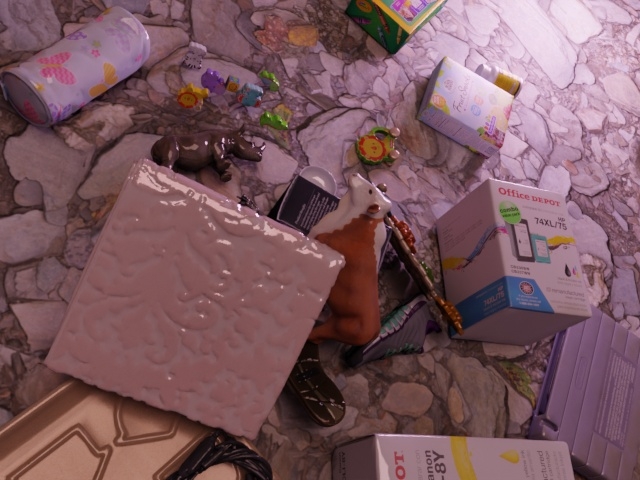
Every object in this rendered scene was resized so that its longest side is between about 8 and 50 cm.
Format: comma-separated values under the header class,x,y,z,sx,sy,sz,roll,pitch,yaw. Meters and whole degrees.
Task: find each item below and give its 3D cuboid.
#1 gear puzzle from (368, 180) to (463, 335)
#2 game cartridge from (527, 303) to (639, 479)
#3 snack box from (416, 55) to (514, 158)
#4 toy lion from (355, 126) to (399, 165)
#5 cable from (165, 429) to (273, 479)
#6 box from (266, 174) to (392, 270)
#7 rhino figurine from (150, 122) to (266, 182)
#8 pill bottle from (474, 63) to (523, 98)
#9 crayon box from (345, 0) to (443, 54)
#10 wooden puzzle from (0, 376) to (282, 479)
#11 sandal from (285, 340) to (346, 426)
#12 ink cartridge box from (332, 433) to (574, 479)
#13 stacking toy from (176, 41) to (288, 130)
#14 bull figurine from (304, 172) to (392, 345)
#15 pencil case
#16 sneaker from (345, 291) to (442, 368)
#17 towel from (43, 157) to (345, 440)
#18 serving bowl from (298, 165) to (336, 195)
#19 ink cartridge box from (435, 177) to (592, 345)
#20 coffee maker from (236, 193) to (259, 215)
class,x,y,z,sx,sy,sz,roll,pitch,yaw
gear puzzle,0.185,0.032,1.254,0.044,0.175,0.339,-32,80,-1
game cartridge,0.573,0.316,1.359,0.230,0.068,0.355,37,55,-9
snack box,0.350,-0.320,1.564,0.207,0.070,0.175,26,58,-9
toy lion,0.124,-0.209,1.429,0.096,0.034,0.100,12,61,-11
cable,-0.150,0.375,0.921,0.150,0.047,0.184,47,53,-8
box,0.000,0.000,1.190,0.207,0.153,0.108,28,58,-9
rhino figurine,-0.204,-0.166,1.225,0.243,0.073,0.106,-18,63,-34
pill bottle,0.450,-0.406,1.657,0.116,0.065,0.065,18,59,-16
crayon box,0.206,-0.606,1.633,0.165,0.081,0.278,42,56,-1
wooden puzzle,-0.268,0.347,0.941,0.322,0.080,0.348,-37,89,-34
sandal,-0.029,0.227,1.112,0.089,0.060,0.219,-15,54,-30
ink cartridge box,0.227,0.471,1.054,0.384,0.160,0.279,9,62,-21
stacking toy,-0.175,-0.299,1.299,0.221,0.052,0.167,16,42,-24
bull figurine,0.023,0.044,1.063,0.188,0.311,0.101,1,27,10
pencil case,-0.433,-0.317,1.170,0.124,0.113,0.273,37,56,3
sneaker,0.146,0.188,1.209,0.223,0.083,0.098,-34,88,-35
towel,-0.173,0.093,0.932,0.331,0.053,0.317,25,92,-15
serving bowl,-0.011,-0.109,1.314,0.083,0.027,0.083,11,62,-21
ink cartridge box,0.379,0.049,1.315,0.198,0.197,0.270,8,62,-22
coffee maker,-0.173,0.042,1.071,0.120,0.178,0.171,48,58,1
